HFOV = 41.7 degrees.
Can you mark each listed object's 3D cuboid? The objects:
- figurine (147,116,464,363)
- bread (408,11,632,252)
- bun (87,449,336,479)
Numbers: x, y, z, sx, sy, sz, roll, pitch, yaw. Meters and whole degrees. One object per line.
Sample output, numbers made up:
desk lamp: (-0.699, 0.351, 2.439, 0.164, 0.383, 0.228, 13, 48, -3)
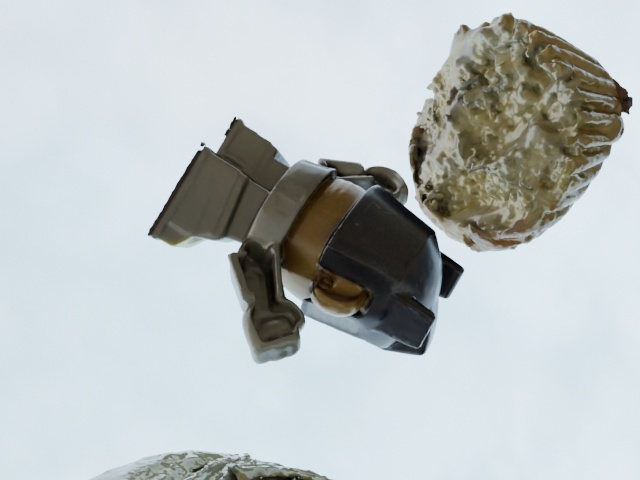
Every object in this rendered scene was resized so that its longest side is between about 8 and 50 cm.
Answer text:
figurine: (-0.001, 0.000, 0.820, 0.308, 0.143, 0.308, 2, -122, -4)
bread: (0.222, -0.120, 0.990, 0.149, 0.274, 0.274, 4, -109, -33)
bun: (-0.024, 0.214, 0.421, 0.273, 0.273, 0.168, 14, -87, -13)
